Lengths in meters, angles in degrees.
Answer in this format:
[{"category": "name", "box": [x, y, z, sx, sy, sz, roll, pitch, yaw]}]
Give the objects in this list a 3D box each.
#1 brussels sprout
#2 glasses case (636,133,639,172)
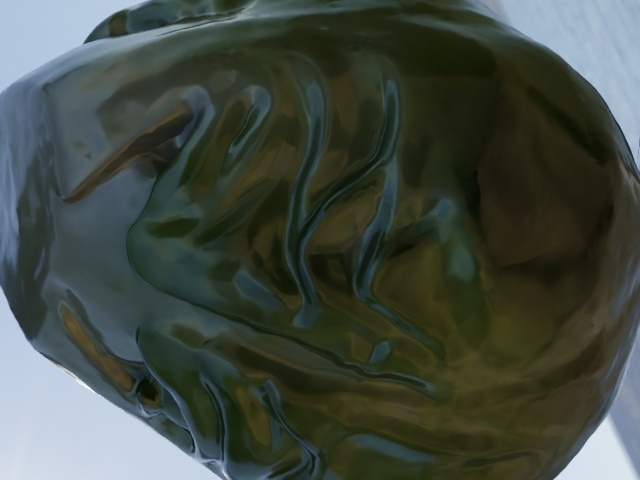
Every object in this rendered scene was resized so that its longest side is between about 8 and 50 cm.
[{"category": "brussels sprout", "box": [-0.001, -0.005, 0.685, 0.281, 0.355, 0.289, -126, 46, -60]}, {"category": "glasses case", "box": [0.305, -0.100, 1.026, 0.065, 0.087, 0.247, -51, -35, -72]}]
